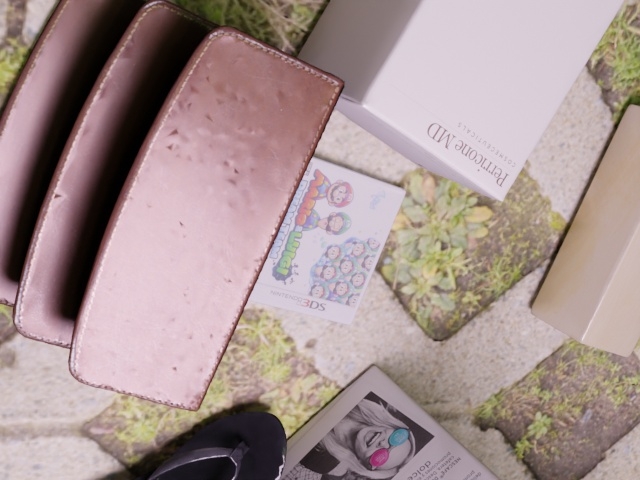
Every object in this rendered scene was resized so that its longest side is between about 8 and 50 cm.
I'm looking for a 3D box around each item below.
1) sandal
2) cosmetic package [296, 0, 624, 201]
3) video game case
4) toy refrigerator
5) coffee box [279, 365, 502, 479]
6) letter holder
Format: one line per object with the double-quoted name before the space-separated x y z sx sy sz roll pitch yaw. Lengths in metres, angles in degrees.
"sandal" -0.142 0.254 0.890 0.254 0.054 0.097 -26 82 -16
"cosmetic package" 0.159 -0.248 0.826 0.197 0.155 0.365 27 94 -34
"video game case" 0.000 0.000 0.914 0.143 0.019 0.157 17 100 -30
"toy refrigerator" 0.356 -0.011 1.047 0.102 0.094 0.269 17 100 -37
"coffee box" 0.082 0.410 0.918 0.338 0.334 0.337 -39 120 -9
"letter holder" -0.156 -0.045 0.746 0.214 0.152 0.301 21 98 -29
